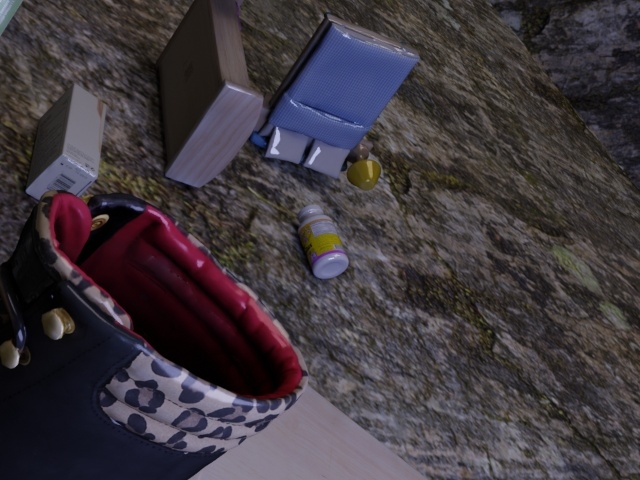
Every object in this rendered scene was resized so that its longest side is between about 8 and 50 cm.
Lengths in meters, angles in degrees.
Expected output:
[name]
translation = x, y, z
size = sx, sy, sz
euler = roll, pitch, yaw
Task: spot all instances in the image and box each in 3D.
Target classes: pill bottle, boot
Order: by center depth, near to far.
[boot]
translation = -0.221, 0.070, 0.651
size = 0.377, 0.284, 0.138
euler = 38, 29, -23
[pill bottle]
translation = 0.000, 0.000, 1.340
size = 0.043, 0.043, 0.083
euler = 19, 39, -45

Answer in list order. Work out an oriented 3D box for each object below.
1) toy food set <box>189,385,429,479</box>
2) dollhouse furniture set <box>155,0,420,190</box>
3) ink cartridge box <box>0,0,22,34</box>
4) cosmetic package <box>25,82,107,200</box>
[toy food set]
translation = -0.024, 0.248, 0.962
size = 0.306, 0.092, 0.219
euler = 39, 40, -17
[dollhouse furniture set]
translation = 0.007, -0.171, 1.302
size = 0.303, 0.286, 0.198
euler = 18, 40, -29
[ink cartridge box]
translation = -0.359, -0.309, 1.055
size = 0.235, 0.171, 0.056
euler = 28, 12, -36
[cosmetic package]
translation = -0.235, -0.087, 1.083
size = 0.041, 0.060, 0.115
euler = 35, 32, -29
